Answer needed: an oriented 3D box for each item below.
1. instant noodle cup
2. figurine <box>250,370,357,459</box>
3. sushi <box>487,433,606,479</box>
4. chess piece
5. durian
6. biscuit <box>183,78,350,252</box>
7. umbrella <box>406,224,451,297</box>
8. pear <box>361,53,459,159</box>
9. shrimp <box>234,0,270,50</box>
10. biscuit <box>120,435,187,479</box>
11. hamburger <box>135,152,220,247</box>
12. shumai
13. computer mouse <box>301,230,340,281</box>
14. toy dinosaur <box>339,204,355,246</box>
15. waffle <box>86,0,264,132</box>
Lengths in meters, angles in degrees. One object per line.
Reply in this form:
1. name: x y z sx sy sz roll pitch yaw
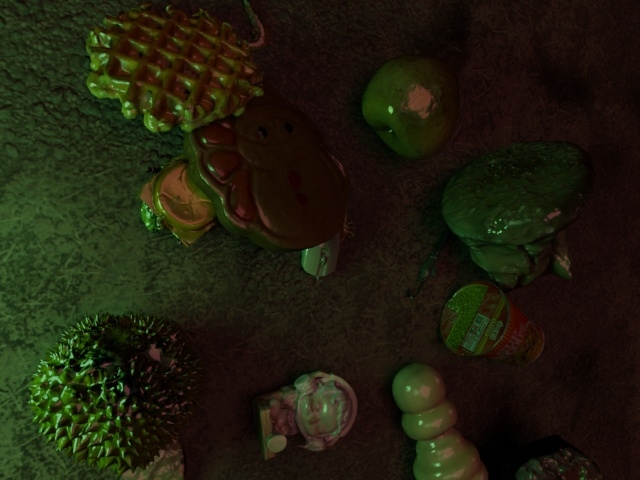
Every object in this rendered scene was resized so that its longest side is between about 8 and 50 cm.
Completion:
1. instant noodle cup: 0.436 0.221 1.277 0.212 0.193 0.192 27 76 -33
2. figurine: -0.022 0.353 1.061 0.237 0.141 0.162 -3 94 -26
3. sushi: 0.501 0.658 1.242 0.328 0.285 0.328 -4 68 -31
4. chess piece: 0.256 0.432 1.199 0.167 0.167 0.299 -22 91 -25
5. durian: -0.337 0.255 0.869 0.291 0.291 0.224 34 115 -20
6. biscuit: -0.097 -0.158 1.036 0.359 0.074 0.380 -18 86 -45
7. umbrella: 0.293 0.035 1.283 0.268 0.044 0.044 -56 140 -16
8. pear: 0.214 -0.309 1.175 0.228 0.188 0.211 44 83 -17
9. shrimp: -0.157 -0.457 1.098 0.083 0.023 0.114 -29 104 -21
10. biscuit: -0.321 0.428 0.976 0.133 0.032 0.249 -10 92 -25
11. hamburger: -0.256 -0.081 0.995 0.190 0.093 0.163 -33 100 -24
12. shumai: 0.484 -0.036 1.239 0.397 0.324 0.323 -56 133 -46
13. computer mouse: 0.000 0.000 1.136 0.089 0.056 0.181 2 87 -21
14. toy dinosaur: 0.061 -0.035 1.180 0.041 0.026 0.113 16 90 -7
15. waffle: -0.266 -0.327 0.950 0.325 0.068 0.302 -24 69 -34
